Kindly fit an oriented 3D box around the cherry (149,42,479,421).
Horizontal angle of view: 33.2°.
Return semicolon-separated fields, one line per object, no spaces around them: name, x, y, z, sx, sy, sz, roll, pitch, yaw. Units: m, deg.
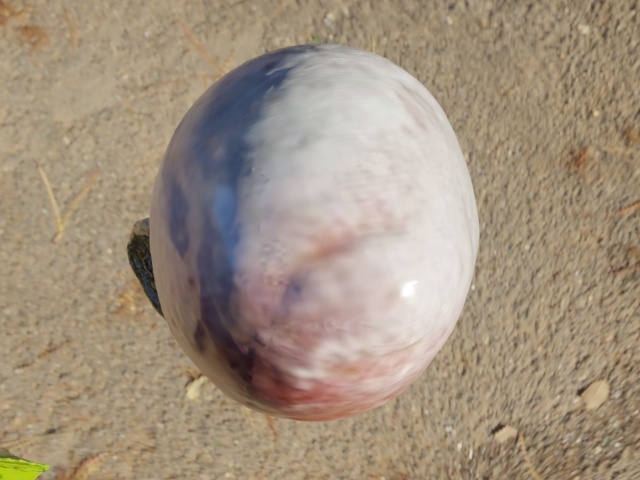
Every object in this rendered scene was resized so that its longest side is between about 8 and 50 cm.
cherry;0.001;-0.013;0.905;0.291;0.335;0.326;6;75;-1

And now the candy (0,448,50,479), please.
candy;-0.375;0.257;1.144;0.149;0.246;0.069;4;66;-25

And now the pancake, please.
pancake;-0.179;0.041;1.264;0.151;0.151;0.025;42;54;16
